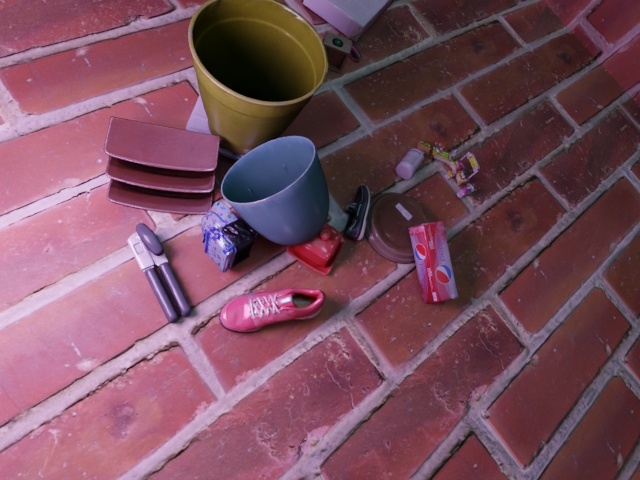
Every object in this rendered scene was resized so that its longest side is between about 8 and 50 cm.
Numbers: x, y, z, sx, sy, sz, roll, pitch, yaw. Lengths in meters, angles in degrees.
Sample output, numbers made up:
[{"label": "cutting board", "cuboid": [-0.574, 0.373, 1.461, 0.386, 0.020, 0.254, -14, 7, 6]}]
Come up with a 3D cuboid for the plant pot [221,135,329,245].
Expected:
[{"label": "plant pot", "cuboid": [-0.106, -0.127, 1.206, 0.292, 0.235, 0.293, -16, 43, 15]}]

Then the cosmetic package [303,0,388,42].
[{"label": "cosmetic package", "cuboid": [0.144, -1.074, 1.776, 0.284, 0.097, 0.377, 37, 62, -3]}]

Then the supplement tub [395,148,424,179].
[{"label": "supplement tub", "cuboid": [0.340, -0.291, 1.540, 0.071, 0.071, 0.107, 40, 62, 0]}]

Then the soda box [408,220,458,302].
[{"label": "soda box", "cuboid": [0.380, 0.073, 1.368, 0.092, 0.083, 0.263, -8, 85, -23]}]

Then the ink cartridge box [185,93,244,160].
[{"label": "ink cartridge box", "cuboid": [-0.327, -0.377, 1.369, 0.223, 0.045, 0.224, 18, 65, -11]}]

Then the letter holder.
[{"label": "letter holder", "cuboid": [-0.464, -0.206, 1.199, 0.301, 0.152, 0.215, 7, 69, -15]}]

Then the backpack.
[{"label": "backpack", "cuboid": [-0.284, -0.017, 1.177, 0.117, 0.158, 0.173, -36, 80, -34]}]

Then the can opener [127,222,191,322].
[{"label": "can opener", "cuboid": [-0.445, 0.086, 1.116, 0.076, 0.095, 0.284, -26, 78, -24]}]

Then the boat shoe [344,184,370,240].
[{"label": "boat shoe", "cuboid": [0.123, -0.104, 1.392, 0.064, 0.075, 0.206, 15, 70, -15]}]

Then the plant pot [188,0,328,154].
[{"label": "plant pot", "cuboid": [-0.206, -0.444, 1.211, 0.366, 0.353, 0.367, 7, 67, -17]}]

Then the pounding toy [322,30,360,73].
[{"label": "pounding toy", "cuboid": [0.068, -0.756, 1.598, 0.130, 0.141, 0.100, 16, 65, -12]}]

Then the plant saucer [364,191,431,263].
[{"label": "plant saucer", "cuboid": [0.283, -0.053, 1.444, 0.277, 0.041, 0.278, 6, 67, -15]}]

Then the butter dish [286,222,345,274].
[{"label": "butter dish", "cuboid": [0.000, 0.000, 1.284, 0.160, 0.118, 0.160, 32, 62, -3]}]

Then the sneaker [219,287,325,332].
[{"label": "sneaker", "cuboid": [-0.130, 0.179, 1.159, 0.313, 0.136, 0.116, -8, 71, -21]}]

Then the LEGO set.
[{"label": "LEGO set", "cuboid": [0.516, -0.313, 1.586, 0.132, 0.107, 0.287, -36, 83, -27]}]

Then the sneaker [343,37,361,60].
[{"label": "sneaker", "cuboid": [0.134, -0.803, 1.697, 0.119, 0.047, 0.057, 50, 52, 4]}]
